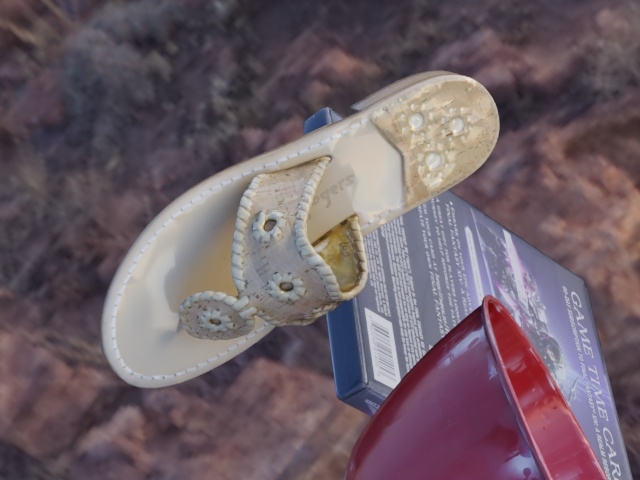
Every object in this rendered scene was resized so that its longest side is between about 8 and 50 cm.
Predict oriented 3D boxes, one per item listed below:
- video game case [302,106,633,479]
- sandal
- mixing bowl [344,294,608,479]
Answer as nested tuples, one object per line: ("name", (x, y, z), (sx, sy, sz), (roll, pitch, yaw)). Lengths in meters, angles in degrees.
("video game case", (0.096, 0.056, 1.063), (0.026, 0.274, 0.196), (-31, 48, 28))
("sandal", (-0.003, -0.005, 0.867), (0.240, 0.088, 0.079), (-35, 20, -10))
("mixing bowl", (0.072, 0.126, 0.751), (0.098, 0.181, 0.181), (-29, 46, 11))
